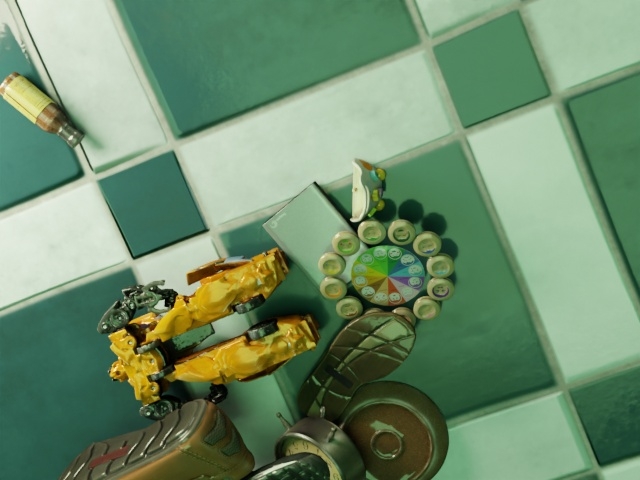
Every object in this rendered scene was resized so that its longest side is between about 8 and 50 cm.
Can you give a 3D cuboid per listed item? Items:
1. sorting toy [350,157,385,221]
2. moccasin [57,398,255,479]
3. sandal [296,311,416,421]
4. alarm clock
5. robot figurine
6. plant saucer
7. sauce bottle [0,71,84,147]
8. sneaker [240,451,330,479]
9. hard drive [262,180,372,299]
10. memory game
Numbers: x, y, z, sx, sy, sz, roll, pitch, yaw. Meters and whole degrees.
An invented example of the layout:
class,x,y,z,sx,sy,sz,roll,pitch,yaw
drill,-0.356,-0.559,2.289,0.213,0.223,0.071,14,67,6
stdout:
class,x,y,z,sx,sy,sz,roll,pitch,yaw
sorting toy,0.058,-0.059,1.576,0.044,0.075,0.083,3,105,9
moccasin,-0.247,0.339,1.683,0.380,0.139,0.147,-30,113,28
sandal,0.049,0.167,1.650,0.090,0.060,0.219,38,122,2
alarm clock,0.006,0.324,1.673,0.129,0.064,0.192,9,119,40
robot figurine,-0.158,0.130,1.659,0.291,0.085,0.211,-22,99,14
plant saucer,0.094,0.280,1.682,0.168,0.029,0.169,2,104,9
sauce bottle,-0.378,-0.175,1.642,0.128,0.042,0.042,41,107,-3
sneaker,-0.096,0.349,1.666,0.107,0.124,0.283,36,121,-21
hard drive,0.000,0.000,1.629,0.094,0.022,0.135,-39,94,17
memory game,0.087,0.049,1.600,0.186,0.012,0.186,3,124,4
